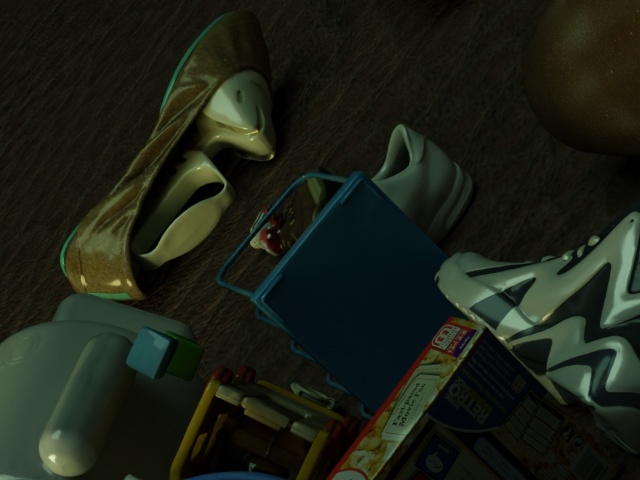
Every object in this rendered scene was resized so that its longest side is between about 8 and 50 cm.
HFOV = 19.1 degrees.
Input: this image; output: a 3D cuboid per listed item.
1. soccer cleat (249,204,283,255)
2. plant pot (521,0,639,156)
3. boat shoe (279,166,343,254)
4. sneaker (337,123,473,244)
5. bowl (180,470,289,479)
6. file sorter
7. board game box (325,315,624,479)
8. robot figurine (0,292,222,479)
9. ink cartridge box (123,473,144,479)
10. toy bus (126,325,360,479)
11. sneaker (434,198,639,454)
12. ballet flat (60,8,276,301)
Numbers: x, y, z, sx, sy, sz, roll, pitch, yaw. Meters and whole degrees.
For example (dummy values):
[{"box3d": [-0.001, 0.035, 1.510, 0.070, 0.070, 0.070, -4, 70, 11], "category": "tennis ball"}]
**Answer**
[{"box3d": [-0.049, -0.002, 1.726, 0.035, 0.029, 0.083, -47, 21, 17], "category": "soccer cleat"}, {"box3d": [0.244, -0.145, 1.325, 0.215, 0.215, 0.230, -59, 15, -26], "category": "plant pot"}, {"box3d": [0.000, 0.000, 1.615, 0.060, 0.064, 0.178, -44, 19, 16], "category": "boat shoe"}, {"box3d": [0.040, 0.002, 1.507, 0.080, 0.094, 0.212, -12, 42, 47], "category": "sneaker"}, {"box3d": [-0.101, 0.283, 0.932, 0.391, 0.077, 0.391, -34, 30, 23], "category": "bowl"}, {"box3d": [0.029, 0.045, 1.379, 0.118, 0.170, 0.104, -50, 22, -10], "category": "file sorter"}, {"box3d": [0.077, 0.167, 1.151, 0.193, 0.147, 0.045, -51, 26, -13], "category": "board game box"}, {"box3d": [-0.192, 0.203, 1.438, 0.353, 0.199, 0.300, -75, -1, -46], "category": "robot figurine"}, {"box3d": [-0.123, 0.289, 1.259, 0.212, 0.154, 0.093, -52, 28, -15], "category": "ink cartridge box"}, {"box3d": [-0.042, 0.154, 1.350, 0.191, 0.202, 0.104, 25, 90, 54], "category": "toy bus"}, {"box3d": [0.185, 0.028, 1.254, 0.153, 0.094, 0.235, -45, 27, -4], "category": "sneaker"}, {"box3d": [-0.120, -0.076, 1.865, 0.124, 0.116, 0.342, 18, 65, 40], "category": "ballet flat"}]
